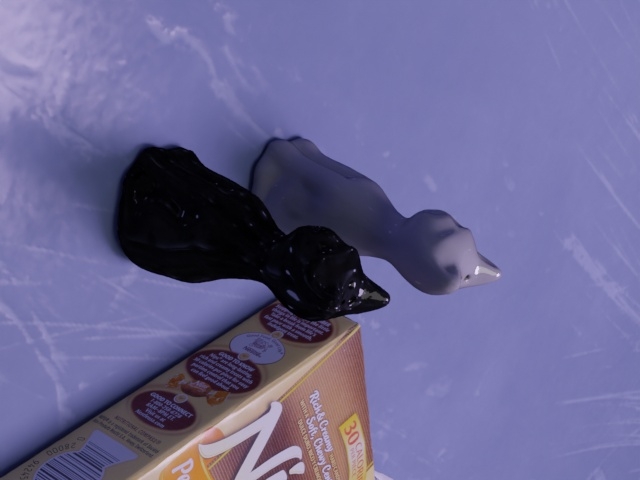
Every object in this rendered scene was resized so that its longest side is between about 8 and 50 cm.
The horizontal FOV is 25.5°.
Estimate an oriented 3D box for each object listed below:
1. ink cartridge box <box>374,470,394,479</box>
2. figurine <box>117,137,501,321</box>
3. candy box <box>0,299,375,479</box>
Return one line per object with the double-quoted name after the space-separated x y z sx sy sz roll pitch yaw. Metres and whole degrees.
0.026 0.279 1.293 0.092 0.090 0.143 32 84 -51 "ink cartridge box"
0.000 0.000 1.023 0.214 0.209 0.092 -9 115 -46 "figurine"
-0.096 0.196 1.113 0.316 0.087 0.183 -31 130 -34 "candy box"
